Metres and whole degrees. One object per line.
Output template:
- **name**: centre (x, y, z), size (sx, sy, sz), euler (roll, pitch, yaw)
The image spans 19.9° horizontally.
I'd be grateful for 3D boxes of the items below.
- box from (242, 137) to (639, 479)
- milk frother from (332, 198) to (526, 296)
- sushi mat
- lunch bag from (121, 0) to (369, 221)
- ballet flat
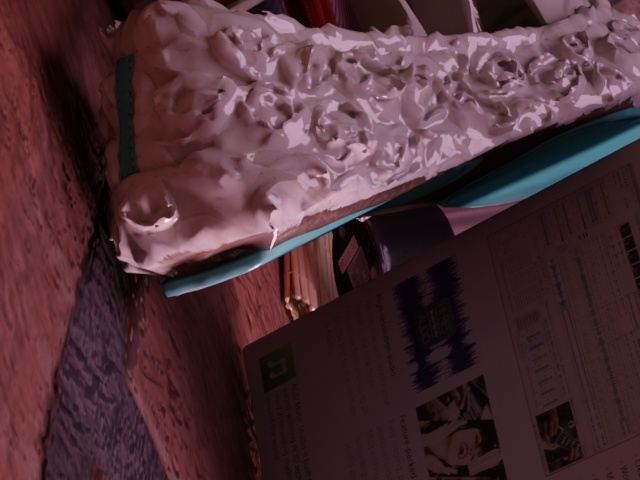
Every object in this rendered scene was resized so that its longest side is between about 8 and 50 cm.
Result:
- **box**: centre (0.117, 0.087, 0.828), size (0.058, 0.322, 0.232), euler (34, 36, -44)
- **milk frother**: centre (0.070, -0.013, 1.202), size (0.129, 0.135, 0.143), euler (148, -68, -67)
- **sushi mat**: centre (0.000, 0.000, 1.257), size (0.316, 0.019, 0.151), euler (-95, 167, -53)
- **lunch bag**: centre (-0.032, -0.144, 1.016), size (0.293, 0.120, 0.258), euler (-91, 166, -52)
- **ballet flat**: centre (0.055, -0.078, 0.848), size (0.409, 0.147, 0.147), euler (-15, 89, -51)
